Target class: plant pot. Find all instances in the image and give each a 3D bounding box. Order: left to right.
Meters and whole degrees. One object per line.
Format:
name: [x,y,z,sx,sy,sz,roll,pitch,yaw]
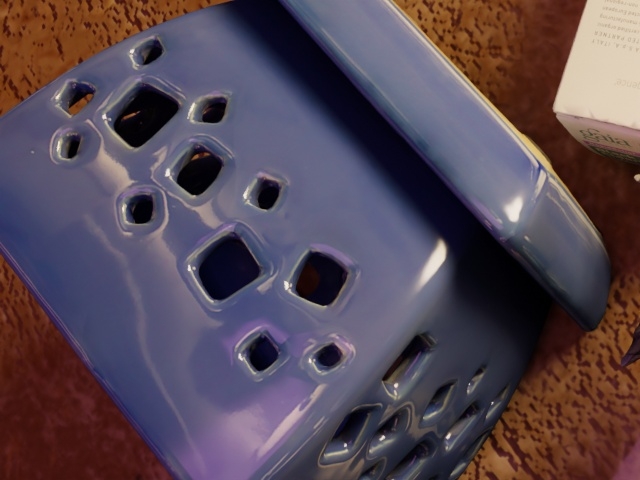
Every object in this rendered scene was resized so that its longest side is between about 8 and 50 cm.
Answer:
plant pot: [0.000,0.000,0.812,0.212,0.236,0.236,-43,66,6]

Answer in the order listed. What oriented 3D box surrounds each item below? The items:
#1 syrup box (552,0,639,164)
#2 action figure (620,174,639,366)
syrup box: [0.203,-0.149,0.808,0.093,0.096,0.237,16,89,30]
action figure: [0.244,0.075,0.726,0.164,0.141,0.276,-36,68,21]
